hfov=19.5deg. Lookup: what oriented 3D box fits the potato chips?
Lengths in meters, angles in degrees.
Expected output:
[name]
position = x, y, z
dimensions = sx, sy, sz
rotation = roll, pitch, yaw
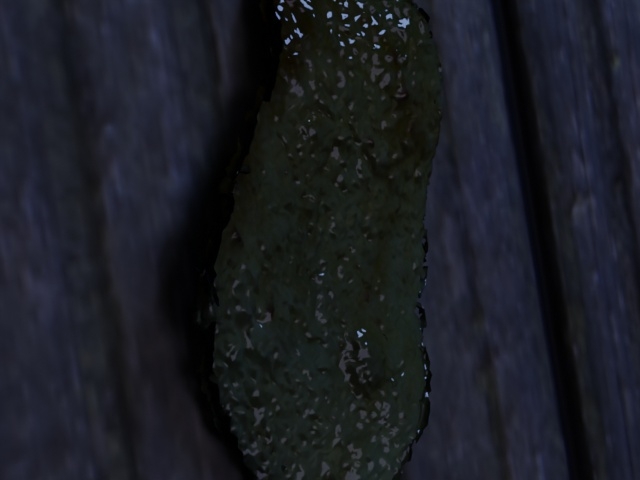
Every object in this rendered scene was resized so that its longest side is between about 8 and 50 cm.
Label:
[potato chips]
position = 0.000, 0.000, 0.614
dimensions = 0.142, 0.026, 0.209
rotation = -10, 93, -54
